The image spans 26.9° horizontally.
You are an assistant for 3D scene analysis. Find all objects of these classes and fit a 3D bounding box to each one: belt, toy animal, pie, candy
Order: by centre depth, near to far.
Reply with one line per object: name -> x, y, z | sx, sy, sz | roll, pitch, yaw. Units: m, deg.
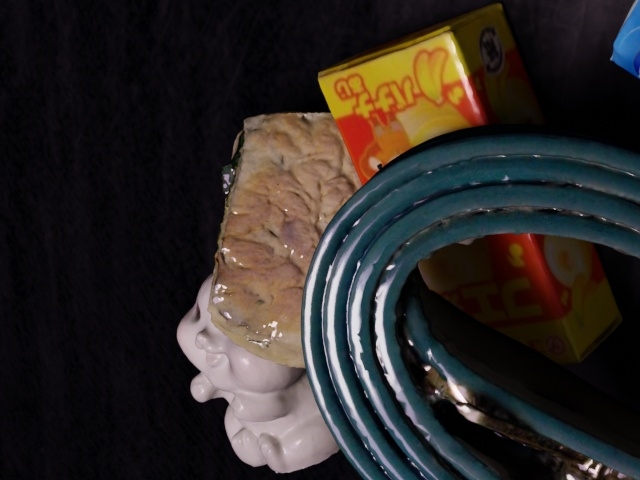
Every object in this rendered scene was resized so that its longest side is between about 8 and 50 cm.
belt -> 0.197, 0.093, 0.907 | 0.437, 0.173, 0.300 | 31, 104, 0
candy -> 0.118, -0.033, 1.052 | 0.146, 0.088, 0.276 | -16, 102, 43
pie -> 0.001, -0.001, 1.109 | 0.185, 0.218, 0.052 | 12, 161, -2
toy animal -> -0.031, 0.097, 1.199 | 0.127, 0.178, 0.193 | 12, 122, 46

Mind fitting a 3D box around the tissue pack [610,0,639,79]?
tissue pack -> 0.333, -0.128, 0.769 | 0.263, 0.146, 0.198 | 37, 134, 19
